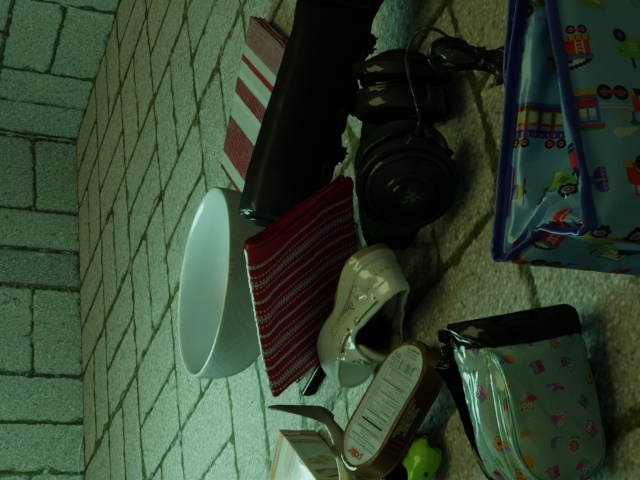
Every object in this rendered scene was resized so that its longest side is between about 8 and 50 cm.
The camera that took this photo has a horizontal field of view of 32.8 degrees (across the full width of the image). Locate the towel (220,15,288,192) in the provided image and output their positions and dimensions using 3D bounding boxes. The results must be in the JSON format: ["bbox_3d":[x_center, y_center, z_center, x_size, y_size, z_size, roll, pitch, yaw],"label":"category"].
[{"bbox_3d":[-0.119,-0.245,2.104,0.237,0.037,0.329,-126,45,-55],"label":"towel"}]

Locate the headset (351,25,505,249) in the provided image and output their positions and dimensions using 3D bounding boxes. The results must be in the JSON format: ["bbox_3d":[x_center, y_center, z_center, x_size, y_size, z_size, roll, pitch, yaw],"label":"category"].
[{"bbox_3d":[0.133,-0.139,1.395,0.394,0.185,0.243,108,162,-65],"label":"headset"}]

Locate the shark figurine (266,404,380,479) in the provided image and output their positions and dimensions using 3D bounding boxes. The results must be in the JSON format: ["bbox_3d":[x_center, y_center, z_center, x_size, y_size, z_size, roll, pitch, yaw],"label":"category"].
[{"bbox_3d":[0.023,0.341,1.438,0.166,0.116,0.278,-20,87,61],"label":"shark figurine"}]

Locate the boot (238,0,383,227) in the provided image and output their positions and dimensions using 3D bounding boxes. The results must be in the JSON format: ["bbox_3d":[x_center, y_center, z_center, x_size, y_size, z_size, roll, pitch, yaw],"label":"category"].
[{"bbox_3d":[-0.028,-0.240,1.462,0.146,0.367,0.445,19,88,23],"label":"boot"}]

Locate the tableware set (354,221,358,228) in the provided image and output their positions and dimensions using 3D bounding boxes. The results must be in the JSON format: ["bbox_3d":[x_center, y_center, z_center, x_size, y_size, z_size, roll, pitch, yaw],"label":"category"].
[{"bbox_3d":[0.000,0.000,1.694,0.194,0.039,0.128,119,136,-54],"label":"tableware set"}]

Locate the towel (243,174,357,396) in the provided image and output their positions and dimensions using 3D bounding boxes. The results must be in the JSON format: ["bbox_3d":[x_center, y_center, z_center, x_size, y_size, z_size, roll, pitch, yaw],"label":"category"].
[{"bbox_3d":[-0.013,0.063,1.480,0.031,0.199,0.275,27,139,36],"label":"towel"}]

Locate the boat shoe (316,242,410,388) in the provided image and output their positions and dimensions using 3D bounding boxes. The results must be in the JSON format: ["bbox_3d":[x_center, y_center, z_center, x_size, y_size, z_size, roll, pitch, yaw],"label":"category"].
[{"bbox_3d":[0.063,0.128,1.468,0.096,0.098,0.277,54,153,32],"label":"boat shoe"}]

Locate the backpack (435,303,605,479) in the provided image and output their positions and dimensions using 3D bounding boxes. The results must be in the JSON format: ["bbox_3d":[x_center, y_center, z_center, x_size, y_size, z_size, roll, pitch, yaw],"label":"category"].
[{"bbox_3d":[0.207,0.161,1.083,0.115,0.152,0.182,152,109,-74],"label":"backpack"}]

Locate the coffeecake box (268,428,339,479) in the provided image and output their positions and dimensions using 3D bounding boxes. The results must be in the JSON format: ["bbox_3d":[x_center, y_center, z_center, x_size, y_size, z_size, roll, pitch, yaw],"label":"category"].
[{"bbox_3d":[-0.019,0.390,1.657,0.185,0.068,0.142,-142,61,-64],"label":"coffeecake box"}]

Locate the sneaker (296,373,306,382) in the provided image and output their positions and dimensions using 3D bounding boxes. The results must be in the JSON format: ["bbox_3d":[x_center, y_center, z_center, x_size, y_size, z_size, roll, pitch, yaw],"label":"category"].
[{"bbox_3d":[-0.014,0.115,1.634,0.110,0.122,0.283,54,160,26],"label":"sneaker"}]

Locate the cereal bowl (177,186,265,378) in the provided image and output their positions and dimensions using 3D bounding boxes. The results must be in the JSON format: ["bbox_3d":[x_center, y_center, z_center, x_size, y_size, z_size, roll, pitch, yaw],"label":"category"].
[{"bbox_3d":[-0.146,0.080,1.937,0.339,0.141,0.339,-173,90,-71],"label":"cereal bowl"}]

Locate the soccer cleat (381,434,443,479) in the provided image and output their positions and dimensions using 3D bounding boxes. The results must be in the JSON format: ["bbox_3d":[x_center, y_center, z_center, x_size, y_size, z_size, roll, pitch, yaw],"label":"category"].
[{"bbox_3d":[0.093,0.283,1.412,0.072,0.060,0.179,-59,19,-16],"label":"soccer cleat"}]

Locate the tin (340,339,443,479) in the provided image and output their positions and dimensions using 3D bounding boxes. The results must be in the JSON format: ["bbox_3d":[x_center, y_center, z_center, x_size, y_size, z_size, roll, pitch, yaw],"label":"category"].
[{"bbox_3d":[0.090,0.215,1.392,0.189,0.040,0.106,-60,22,-3],"label":"tin"}]

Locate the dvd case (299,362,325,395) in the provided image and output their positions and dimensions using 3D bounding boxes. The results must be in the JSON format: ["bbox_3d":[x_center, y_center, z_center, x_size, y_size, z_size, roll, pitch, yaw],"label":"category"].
[{"bbox_3d":[0.003,0.104,1.738,0.180,0.022,0.253,-105,30,-41],"label":"dvd case"}]

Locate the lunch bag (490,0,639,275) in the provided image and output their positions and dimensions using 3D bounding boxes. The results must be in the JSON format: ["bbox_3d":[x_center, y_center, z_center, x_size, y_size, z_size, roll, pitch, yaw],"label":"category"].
[{"bbox_3d":[0.265,-0.126,0.903,0.138,0.221,0.293,154,119,-64],"label":"lunch bag"}]
